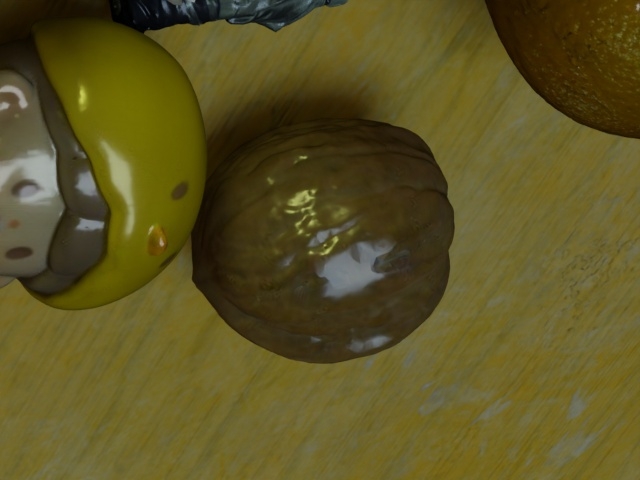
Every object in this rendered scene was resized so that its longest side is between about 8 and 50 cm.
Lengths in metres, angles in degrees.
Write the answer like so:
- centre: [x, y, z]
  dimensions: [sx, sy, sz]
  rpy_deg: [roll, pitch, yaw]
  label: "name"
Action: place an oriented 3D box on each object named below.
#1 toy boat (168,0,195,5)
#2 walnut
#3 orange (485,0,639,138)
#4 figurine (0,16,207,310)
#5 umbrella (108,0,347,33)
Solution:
- centre: [-0.174, -0.208, 1.151]
  dimensions: [0.210, 0.084, 0.066]
  rpy_deg: [9, 117, -28]
  label: "toy boat"
- centre: [0.000, 0.000, 1.368]
  dimensions: [0.213, 0.213, 0.213]
  rpy_deg: [-18, 135, -19]
  label: "walnut"
- centre: [0.250, -0.207, 1.290]
  dimensions: [0.274, 0.274, 0.274]
  rpy_deg: [-18, 135, -19]
  label: "orange"
- centre: [-0.242, -0.052, 1.168]
  dimensions: [0.344, 0.187, 0.215]
  rpy_deg: [0, 136, -27]
  label: "figurine"
- centre: [-0.065, -0.178, 1.270]
  dimensions: [0.188, 0.046, 0.050]
  rpy_deg: [-12, 151, -29]
  label: "umbrella"
